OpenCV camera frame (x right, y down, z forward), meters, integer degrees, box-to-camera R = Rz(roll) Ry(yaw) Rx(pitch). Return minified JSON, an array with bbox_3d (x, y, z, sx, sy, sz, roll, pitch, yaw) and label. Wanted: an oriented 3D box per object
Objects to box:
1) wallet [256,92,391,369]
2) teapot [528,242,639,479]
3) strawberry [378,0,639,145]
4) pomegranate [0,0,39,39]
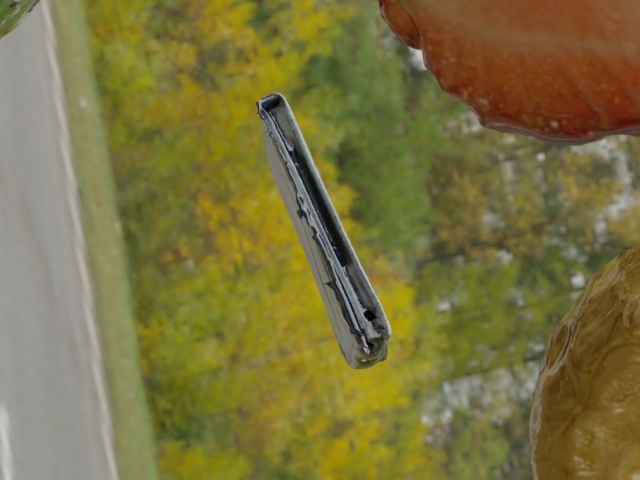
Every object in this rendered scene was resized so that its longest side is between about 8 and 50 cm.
[{"bbox_3d":[0.002,-0.001,1.282,0.167,0.036,0.222,83,-15,-77],"label":"wallet"},{"bbox_3d":[0.192,0.057,0.660,0.167,0.203,0.311,-66,148,-57],"label":"teapot"},{"bbox_3d":[0.131,-0.134,0.775,0.107,0.236,0.175,-54,177,-41],"label":"strawberry"},{"bbox_3d":[-0.368,-0.295,1.343,0.323,0.290,0.291,57,14,-52],"label":"pomegranate"}]
